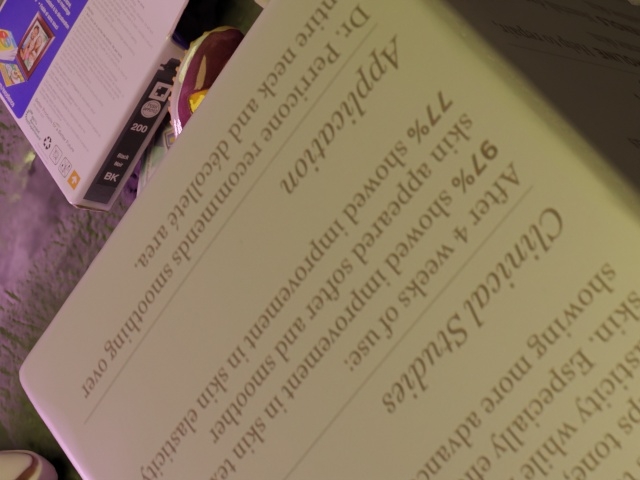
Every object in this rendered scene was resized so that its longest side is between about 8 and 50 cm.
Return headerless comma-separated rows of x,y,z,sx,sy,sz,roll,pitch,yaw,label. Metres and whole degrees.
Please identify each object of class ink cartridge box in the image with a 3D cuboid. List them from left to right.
-0.177,-0.166,1.173,0.208,0.045,0.206,-57,51,24,ink cartridge box

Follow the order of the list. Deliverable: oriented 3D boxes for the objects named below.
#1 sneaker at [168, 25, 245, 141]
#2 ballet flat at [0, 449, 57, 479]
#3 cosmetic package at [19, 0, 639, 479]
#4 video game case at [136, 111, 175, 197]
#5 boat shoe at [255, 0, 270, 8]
-0.065,-0.057,1.062,0.084,0.069,0.185,24,113,36,sneaker
-0.231,0.237,1.187,0.348,0.123,0.123,36,109,32,ballet flat
0.122,0.094,0.786,0.329,0.327,0.393,-52,60,24,cosmetic package
-0.067,-0.021,1.117,0.183,0.023,0.201,10,94,36,video game case
0.024,-0.145,1.018,0.079,0.084,0.233,-42,66,17,boat shoe
